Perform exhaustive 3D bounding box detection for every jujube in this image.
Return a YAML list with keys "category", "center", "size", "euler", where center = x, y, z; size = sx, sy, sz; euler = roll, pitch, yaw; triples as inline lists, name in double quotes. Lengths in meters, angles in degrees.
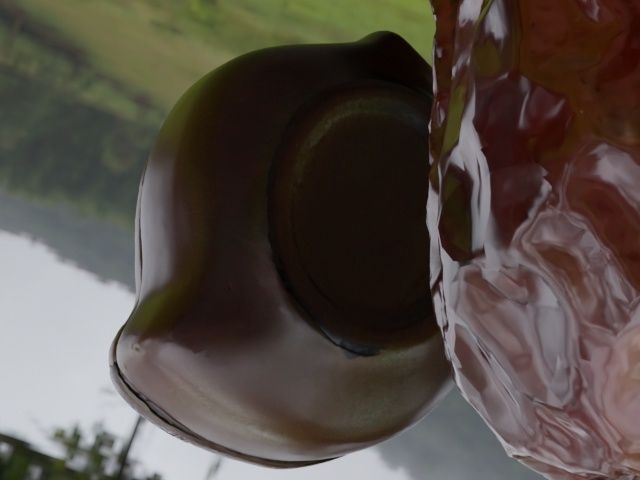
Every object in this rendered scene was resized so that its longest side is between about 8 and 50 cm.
- category: "jujube"
  center: [0.125, -0.069, 0.664]
  size: [0.216, 0.342, 0.216]
  euler: [-6, 158, -2]

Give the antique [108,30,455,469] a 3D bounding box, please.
- category: "antique"
  center: [0.000, 0.000, 1.025]
  size: [0.223, 0.278, 0.129]
  euler: [49, 146, -8]
